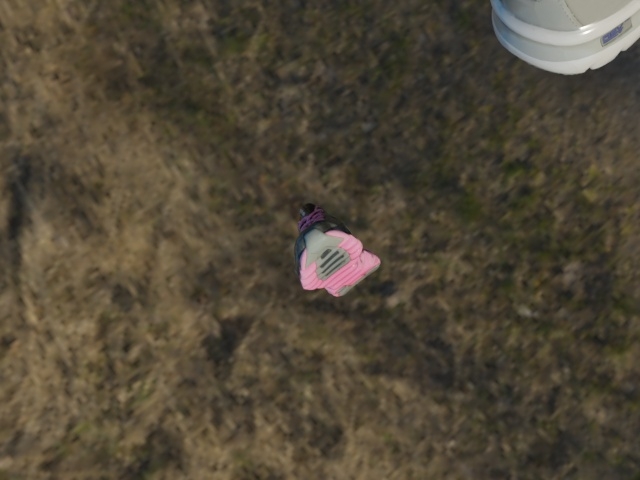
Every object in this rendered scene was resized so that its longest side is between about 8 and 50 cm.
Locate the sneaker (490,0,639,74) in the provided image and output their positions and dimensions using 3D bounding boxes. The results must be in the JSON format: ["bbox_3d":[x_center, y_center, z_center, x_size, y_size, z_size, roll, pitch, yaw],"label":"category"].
[{"bbox_3d":[0.184,-0.211,0.689,0.105,0.281,0.115,30,166,25],"label":"sneaker"}]

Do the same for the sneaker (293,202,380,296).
[{"bbox_3d":[0.000,0.000,0.898,0.057,0.047,0.119,57,-177,14],"label":"sneaker"}]
